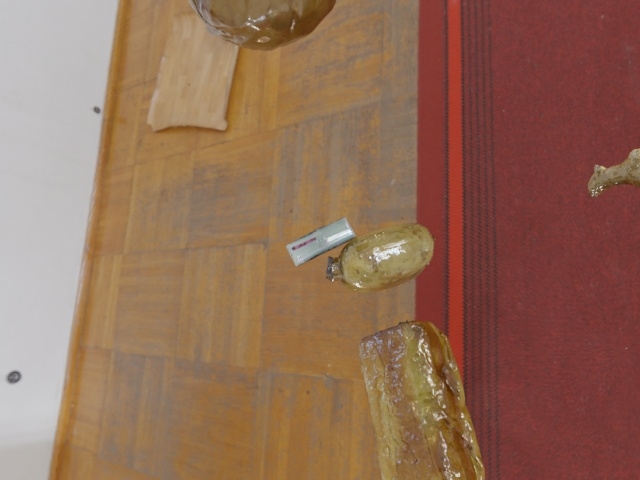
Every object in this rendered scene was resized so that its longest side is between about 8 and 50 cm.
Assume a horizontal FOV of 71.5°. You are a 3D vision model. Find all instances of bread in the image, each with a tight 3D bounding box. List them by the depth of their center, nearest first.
[{"bbox_3d":[0.199,0.334,0.882,0.195,0.149,0.343,-29,56,37],"label":"bread"}]

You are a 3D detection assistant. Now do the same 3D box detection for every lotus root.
[{"bbox_3d":[0.147,0.046,1.087,0.285,0.160,0.146,-12,46,-8],"label":"lotus root"}]

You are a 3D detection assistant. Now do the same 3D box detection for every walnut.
[{"bbox_3d":[-0.139,-0.585,0.905,0.398,0.308,0.353,48,142,33],"label":"walnut"}]

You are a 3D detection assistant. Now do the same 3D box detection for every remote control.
[{"bbox_3d":[0.000,0.000,1.104,0.166,0.029,0.065,-26,79,-9],"label":"remote control"}]

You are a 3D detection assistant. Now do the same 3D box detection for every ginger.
[{"bbox_3d":[0.728,-0.142,0.981,0.081,0.148,0.334,-55,13,-2],"label":"ginger"}]
